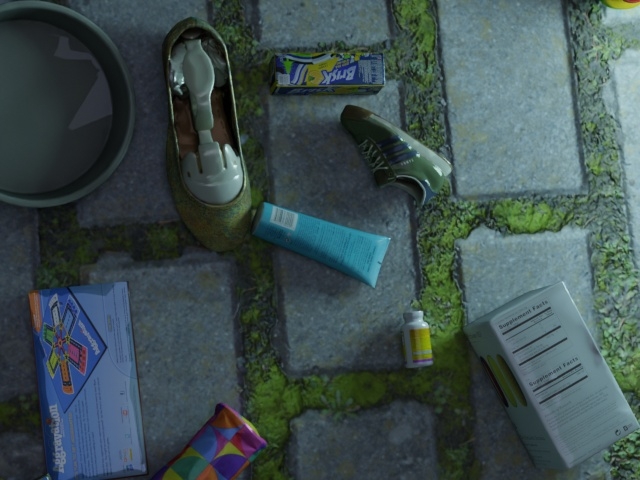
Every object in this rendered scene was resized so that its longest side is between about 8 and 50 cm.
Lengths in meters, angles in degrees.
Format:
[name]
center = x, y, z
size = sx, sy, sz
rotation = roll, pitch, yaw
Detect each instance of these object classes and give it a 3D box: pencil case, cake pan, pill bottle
[pencil case]
center = -0.185, 0.341, 1.863
size = 0.104, 0.104, 0.236
rotation = 46, 78, -3
[cake pan]
center = -0.411, -0.192, 1.875
size = 0.293, 0.054, 0.293
rotation = 0, 90, -24
[pill bottle]
center = 0.143, 0.149, 1.976
size = 0.043, 0.043, 0.083
rotation = -5, 85, -11

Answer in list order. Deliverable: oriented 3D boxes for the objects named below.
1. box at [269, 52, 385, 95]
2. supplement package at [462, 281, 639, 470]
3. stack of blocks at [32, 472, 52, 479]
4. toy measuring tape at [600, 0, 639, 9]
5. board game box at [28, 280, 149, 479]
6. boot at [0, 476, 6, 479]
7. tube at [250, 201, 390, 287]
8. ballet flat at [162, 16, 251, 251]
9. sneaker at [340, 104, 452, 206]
[box]
center = 0.009, -0.252, 1.992
size = 0.169, 0.059, 0.054
rotation = -1, 82, -11
[supplement package]
center = 0.339, 0.202, 1.959
size = 0.134, 0.139, 0.244
rotation = -27, 88, -14
[stack of blocks]
center = -0.375, 0.478, 1.731
size = 0.171, 0.087, 0.297
rotation = -25, 89, -12
[toy measuring tape]
center = 0.530, -0.417, 2.104
size = 0.330, 0.121, 0.121
rotation = 6, 82, -28
[board game box]
center = -0.333, 0.205, 1.888
size = 0.145, 0.027, 0.281
rotation = -5, 84, -13
[boot]
center = -0.574, 0.399, 1.782
size = 0.284, 0.109, 0.220
rotation = 11, 89, -22
[tube]
center = 0.000, 0.000, 1.968
size = 0.207, 0.052, 0.080
rotation = 20, 85, -13
[ballet flat]
center = -0.169, -0.158, 1.919
size = 0.123, 0.123, 0.348
rotation = -7, 85, -12
[sneaker]
center = 0.102, -0.122, 1.990
size = 0.192, 0.064, 0.086
rotation = 31, 74, -9
